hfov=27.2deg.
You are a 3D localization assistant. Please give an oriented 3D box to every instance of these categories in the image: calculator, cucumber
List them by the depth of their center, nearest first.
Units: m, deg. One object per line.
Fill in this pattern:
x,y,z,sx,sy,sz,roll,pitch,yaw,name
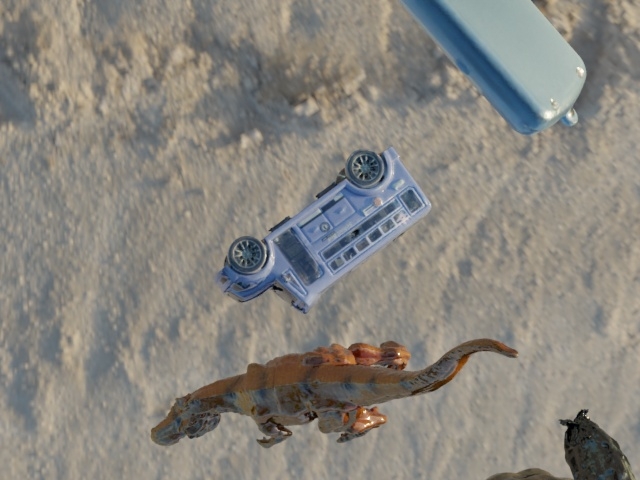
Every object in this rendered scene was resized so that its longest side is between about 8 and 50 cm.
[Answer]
0.228,0.210,1.012,0.053,0.181,0.053,-8,144,-6,cucumber
0.144,-0.176,1.108,0.210,0.121,0.039,47,135,-4,calculator

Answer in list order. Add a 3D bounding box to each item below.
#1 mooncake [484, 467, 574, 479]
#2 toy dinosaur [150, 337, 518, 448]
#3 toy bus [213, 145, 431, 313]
0.259,0.403,1.527,0.290,0.290,0.161,8,135,-17,mooncake
0.033,0.143,1.343,0.432,0.097,0.208,-20,164,27,toy dinosaur
0.000,0.000,1.005,0.167,0.073,0.076,-37,87,-10,toy bus
